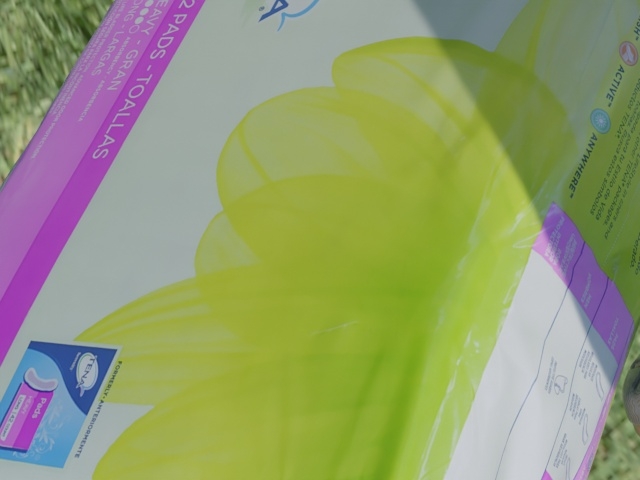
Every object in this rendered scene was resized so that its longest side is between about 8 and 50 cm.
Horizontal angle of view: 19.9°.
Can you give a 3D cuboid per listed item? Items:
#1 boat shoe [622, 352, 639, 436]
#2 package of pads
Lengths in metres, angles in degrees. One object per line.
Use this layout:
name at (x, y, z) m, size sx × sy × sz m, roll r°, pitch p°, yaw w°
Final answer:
boat shoe at (0.324, 0.070, 1.143) m, size 0.324 × 0.123 × 0.116 m, roll -22°, pitch 91°, yaw -33°
package of pads at (0.000, 0.000, 0.625) m, size 0.101 × 0.229 × 0.296 m, roll 56°, pitch 47°, yaw -42°
